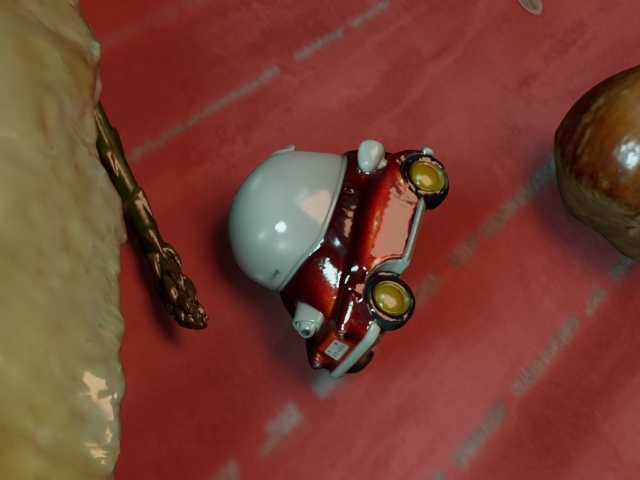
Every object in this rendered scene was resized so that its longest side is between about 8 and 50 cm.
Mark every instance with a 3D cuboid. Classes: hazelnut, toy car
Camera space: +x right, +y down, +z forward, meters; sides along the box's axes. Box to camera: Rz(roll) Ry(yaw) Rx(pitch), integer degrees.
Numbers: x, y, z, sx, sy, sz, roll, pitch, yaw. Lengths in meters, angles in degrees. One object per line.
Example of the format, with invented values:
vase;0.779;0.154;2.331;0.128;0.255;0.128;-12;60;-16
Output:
hazelnut;0.247;-0.062;1.184;0.154;0.143;0.143;44;35;-40
toy car;0.000;0.000;0.932;0.112;0.112;0.139;23;55;-12

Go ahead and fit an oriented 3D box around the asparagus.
asparagus;-0.121;-0.055;0.903;0.025;0.024;0.248;4;56;-62

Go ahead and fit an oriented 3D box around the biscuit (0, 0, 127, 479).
biscuit;-0.265;-0.076;0.699;0.446;0.104;0.429;24;46;-26
